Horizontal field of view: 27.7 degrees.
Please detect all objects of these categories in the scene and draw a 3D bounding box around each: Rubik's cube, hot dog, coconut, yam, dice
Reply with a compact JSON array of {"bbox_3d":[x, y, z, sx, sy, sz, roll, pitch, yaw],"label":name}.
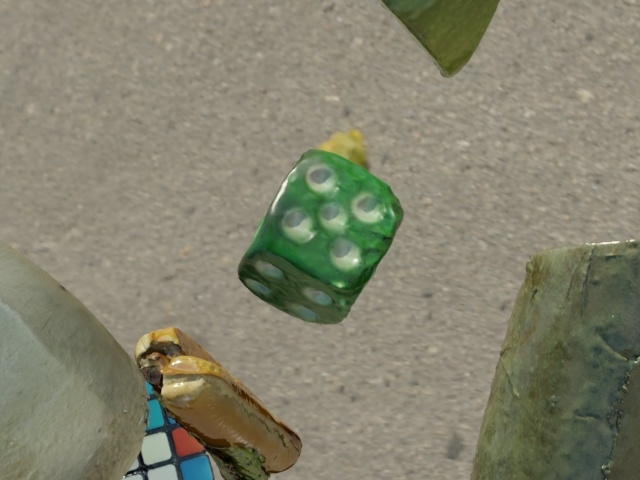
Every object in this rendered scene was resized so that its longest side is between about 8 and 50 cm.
[{"bbox_3d":[-0.211,0.233,1.498,0.151,0.155,0.154,-14,78,-12],"label":"Rubik's cube"},{"bbox_3d":[-0.048,0.084,0.600,0.041,0.133,0.056,-47,52,-5],"label":"hot dog"},{"bbox_3d":[-0.268,0.142,0.988,0.245,0.245,0.247,29,72,37],"label":"coconut"},{"bbox_3d":[0.239,0.128,1.174,0.168,0.168,0.304,19,101,37],"label":"yam"},{"bbox_3d":[0.000,0.000,1.246,0.131,0.120,0.128,-62,4,-25],"label":"dice"}]

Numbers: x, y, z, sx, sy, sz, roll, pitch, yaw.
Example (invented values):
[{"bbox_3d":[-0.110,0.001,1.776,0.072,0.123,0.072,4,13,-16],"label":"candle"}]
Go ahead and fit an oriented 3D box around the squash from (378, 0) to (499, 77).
[{"bbox_3d":[0.124,-0.245,0.841,0.252,0.169,0.093,-44,27,7],"label":"squash"}]
